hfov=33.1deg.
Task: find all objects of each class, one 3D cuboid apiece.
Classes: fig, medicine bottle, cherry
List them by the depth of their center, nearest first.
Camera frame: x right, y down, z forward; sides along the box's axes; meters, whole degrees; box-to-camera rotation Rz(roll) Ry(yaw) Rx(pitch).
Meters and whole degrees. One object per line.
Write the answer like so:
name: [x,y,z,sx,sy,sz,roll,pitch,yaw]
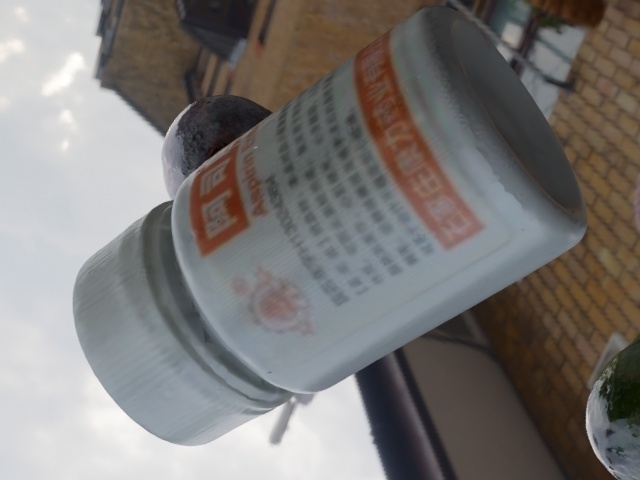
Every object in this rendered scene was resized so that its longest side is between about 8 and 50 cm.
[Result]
medicine bottle: [0.000,0.000,0.850,0.211,0.371,0.211,43,-153,-29]
fig: [0.289,0.133,0.895,0.123,0.123,0.156,24,-128,10]
cherry: [-0.115,-0.097,1.373,0.195,0.195,0.195,17,-158,-7]
